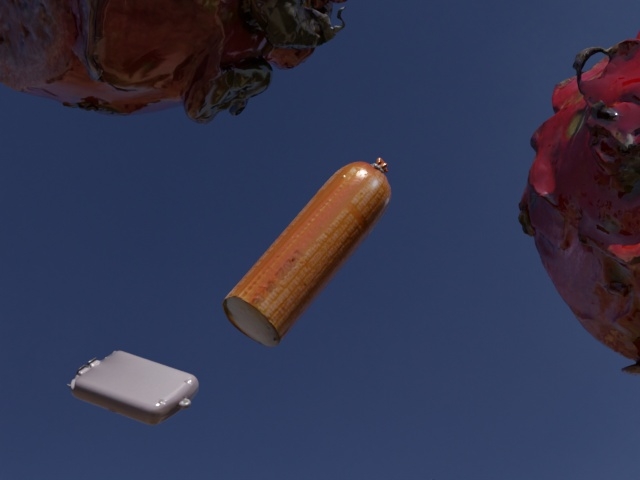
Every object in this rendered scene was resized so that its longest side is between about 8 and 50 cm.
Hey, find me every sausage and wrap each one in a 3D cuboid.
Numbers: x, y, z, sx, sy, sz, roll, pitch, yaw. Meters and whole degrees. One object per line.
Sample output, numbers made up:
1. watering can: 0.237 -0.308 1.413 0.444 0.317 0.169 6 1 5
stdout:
1. sausage: 0.000 0.000 1.047 0.234 0.071 0.071 -49 -30 -27

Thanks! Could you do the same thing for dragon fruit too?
1. dragon fruit: -0.108 -0.217 0.723 0.291 0.269 0.250 -37 -54 -42
2. dragon fruit: 0.393 -0.057 1.058 0.371 0.386 0.249 13 -20 11

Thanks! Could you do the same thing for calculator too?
1. calculator: -0.237 0.187 1.348 0.100 0.175 0.032 -35 -49 -50
